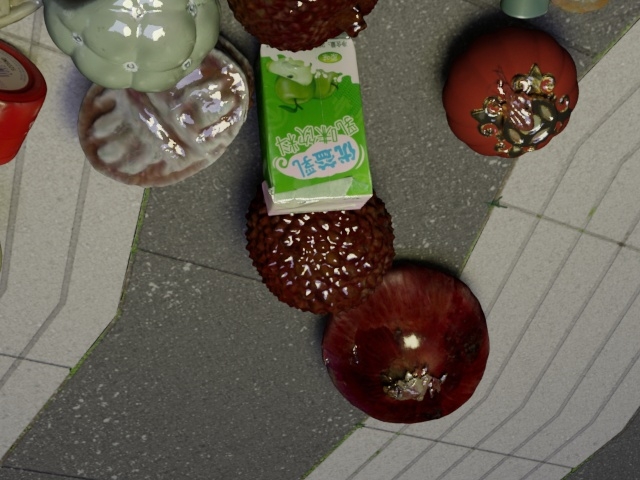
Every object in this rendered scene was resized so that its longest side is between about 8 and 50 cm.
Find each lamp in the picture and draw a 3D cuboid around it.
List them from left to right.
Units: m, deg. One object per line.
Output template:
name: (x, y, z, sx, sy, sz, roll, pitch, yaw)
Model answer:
lamp: (0.313, -0.237, 1.534, 0.227, 0.227, 0.226, -7, 130, -8)

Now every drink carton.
drink carton: (-0.019, -0.180, 1.459, 0.161, 0.271, 0.108, -5, 170, -9)

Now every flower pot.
flower pot: (-0.258, -0.325, 1.270, 0.246, 0.246, 0.195, -31, 152, 13)

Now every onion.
onion: (0.175, 0.226, 1.837, 0.348, 0.285, 0.347, 0, 115, -1)

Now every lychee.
lychee: (-0.024, -0.394, 1.308, 0.261, 0.260, 0.260, -7, 130, -8)
lychee: (0.000, 0.000, 1.626, 0.264, 0.264, 0.300, -30, 147, 11)

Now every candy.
candy: (-0.237, -0.209, 1.460, 0.290, 0.157, 0.214, -29, 112, 18)

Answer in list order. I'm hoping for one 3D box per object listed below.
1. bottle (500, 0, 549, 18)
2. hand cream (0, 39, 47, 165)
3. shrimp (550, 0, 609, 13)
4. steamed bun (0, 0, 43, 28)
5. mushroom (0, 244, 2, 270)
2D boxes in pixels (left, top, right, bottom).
bottle: (0.326, -0.481, 1.417, 0.082, 0.082, 0.286, -8, 130, -7)
hand cream: (-0.509, -0.212, 1.370, 0.193, 0.193, 0.125, 21, 122, -28)
shrimp: (0.404, -0.451, 1.490, 0.126, 0.047, 0.223, -20, 133, 17)
steamed bun: (-0.464, -0.379, 1.271, 0.218, 0.144, 0.211, -25, 130, 6)
mushroom: (-0.651, -0.003, 1.468, 0.315, 0.356, 0.315, -1, 96, -5)
